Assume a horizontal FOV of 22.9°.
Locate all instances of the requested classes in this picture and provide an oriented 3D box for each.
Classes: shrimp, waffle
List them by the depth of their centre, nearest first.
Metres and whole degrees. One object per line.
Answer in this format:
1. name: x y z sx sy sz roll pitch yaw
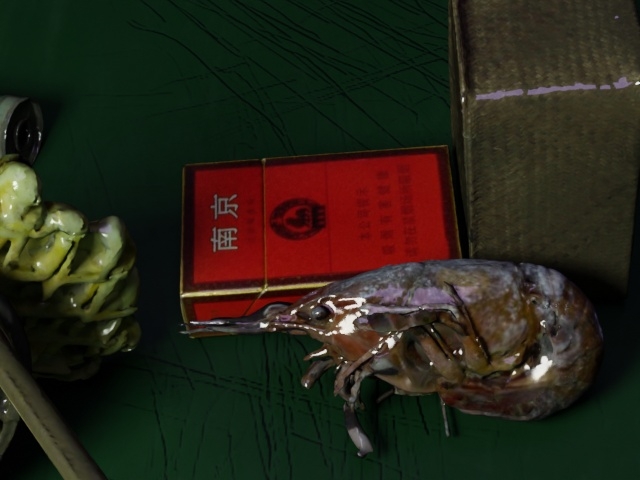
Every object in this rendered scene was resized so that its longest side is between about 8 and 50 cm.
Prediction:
1. waffle: -0.294 0.048 1.220 0.317 0.297 0.073 -15 58 3
2. shrimp: 0.054 0.084 1.262 0.343 0.145 0.116 2 25 1

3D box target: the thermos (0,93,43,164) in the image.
1. thermos: -0.362 -0.119 1.503 0.188 0.073 0.083 11 53 14

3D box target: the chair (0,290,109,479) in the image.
1. chair: -0.307 0.220 0.998 0.365 0.361 0.410 4 37 -23

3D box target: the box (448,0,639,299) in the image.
1. box: 0.180 -0.093 1.300 0.143 0.273 0.184 -4 50 2

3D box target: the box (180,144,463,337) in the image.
1. box: 0.000 -0.001 1.372 0.240 0.074 0.153 -5 54 2
